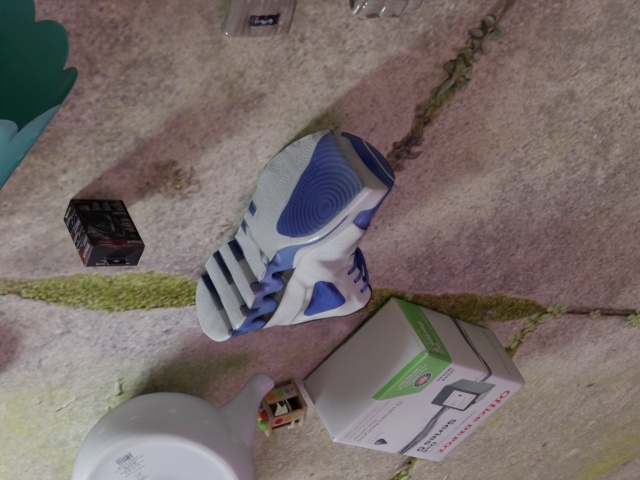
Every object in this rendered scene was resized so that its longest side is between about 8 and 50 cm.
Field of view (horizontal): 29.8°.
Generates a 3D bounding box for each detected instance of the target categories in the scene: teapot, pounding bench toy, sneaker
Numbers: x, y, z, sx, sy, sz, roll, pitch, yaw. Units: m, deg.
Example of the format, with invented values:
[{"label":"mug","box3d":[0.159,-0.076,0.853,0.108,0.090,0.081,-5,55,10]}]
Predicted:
[{"label":"teapot","box3d":[-0.206,0.296,1.579,0.256,0.187,0.252,10,113,-9]},{"label":"pounding bench toy","box3d":[-0.062,0.251,1.726,0.065,0.052,0.083,-15,142,-21]},{"label":"sneaker","box3d":[-0.001,0.001,1.427,0.182,0.127,0.315,3,140,-43]}]

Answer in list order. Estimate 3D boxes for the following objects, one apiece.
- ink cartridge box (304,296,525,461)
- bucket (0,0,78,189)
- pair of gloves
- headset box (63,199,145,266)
[{"label":"ink cartridge box","box3d":[0.143,0.211,1.771,0.198,0.115,0.273,-46,142,20]},{"label":"bucket","box3d":[-0.347,-0.115,0.908,0.281,0.281,0.183,8,131,-41]},{"label":"pair of gloves","box3d":[0.023,-0.291,1.149,0.240,0.042,0.204,-12,144,-21]},{"label":"headset box","box3d":[-0.228,-0.005,1.273,0.062,0.083,0.032,-2,135,-35]}]
